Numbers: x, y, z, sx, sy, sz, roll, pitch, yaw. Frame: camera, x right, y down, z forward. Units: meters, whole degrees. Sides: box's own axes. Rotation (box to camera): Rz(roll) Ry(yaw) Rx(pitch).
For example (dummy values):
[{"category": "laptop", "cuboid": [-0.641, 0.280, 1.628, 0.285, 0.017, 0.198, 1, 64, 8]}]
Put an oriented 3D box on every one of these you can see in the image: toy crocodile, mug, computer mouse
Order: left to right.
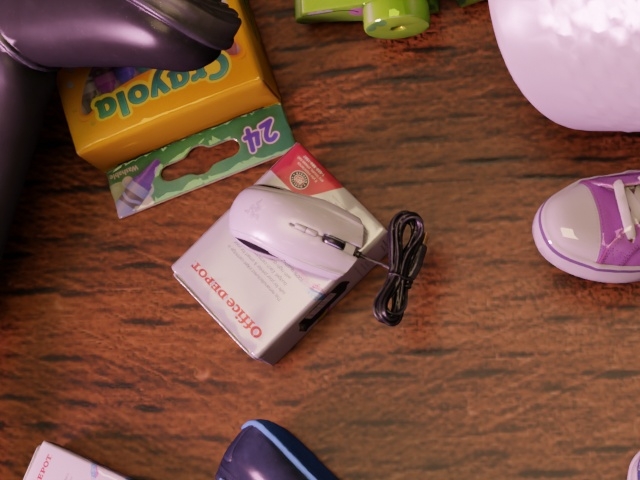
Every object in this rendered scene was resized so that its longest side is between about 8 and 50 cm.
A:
[{"category": "computer mouse", "cuboid": [0.000, 0.000, 1.384, 0.193, 0.042, 0.106, 19, 84, 14]}, {"category": "toy crocodile", "cuboid": [0.136, -0.267, 1.465, 0.341, 0.105, 0.115, -11, 76, 15]}, {"category": "mug", "cuboid": [0.378, -0.257, 1.269, 0.328, 0.276, 0.374, 4, 40, 46]}]

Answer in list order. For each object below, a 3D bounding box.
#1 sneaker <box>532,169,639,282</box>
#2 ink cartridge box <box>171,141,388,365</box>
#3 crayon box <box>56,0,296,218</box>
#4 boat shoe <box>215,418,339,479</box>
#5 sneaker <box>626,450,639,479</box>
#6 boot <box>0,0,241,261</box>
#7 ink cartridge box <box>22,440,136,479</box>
[{"category": "sneaker", "cuboid": [0.330, -0.047, 1.299, 0.282, 0.161, 0.102, -6, 64, -8]}, {"category": "ink cartridge box", "cuboid": [-0.035, 0.015, 1.449, 0.175, 0.072, 0.127, -44, 74, 0]}, {"category": "crayon box", "cuboid": [-0.171, -0.210, 1.523, 0.203, 0.083, 0.323, -21, 75, 8]}, {"category": "boat shoe", "cuboid": [0.005, 0.276, 1.385, 0.089, 0.109, 0.258, -50, 57, 6]}, {"category": "sneaker", "cuboid": [0.368, 0.294, 1.273, 0.112, 0.131, 0.296, -44, 74, -1]}, {"category": "boot", "cuboid": [-0.293, -0.080, 1.417, 0.367, 0.146, 0.445, 33, 101, 36]}, {"category": "ink cartridge box", "cuboid": [-0.227, 0.258, 1.452, 0.122, 0.052, 0.088, 22, 84, 15]}]
